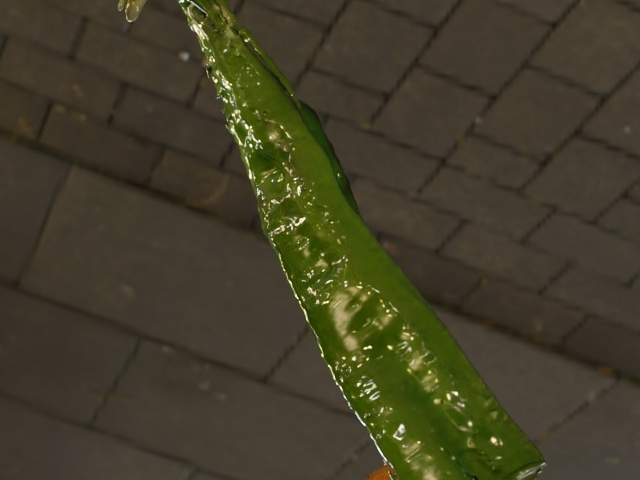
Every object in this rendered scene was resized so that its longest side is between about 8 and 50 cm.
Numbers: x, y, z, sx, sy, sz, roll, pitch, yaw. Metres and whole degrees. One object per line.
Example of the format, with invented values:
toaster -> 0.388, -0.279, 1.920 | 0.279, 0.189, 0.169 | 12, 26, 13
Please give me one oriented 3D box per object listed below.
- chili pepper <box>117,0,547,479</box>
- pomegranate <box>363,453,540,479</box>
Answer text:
chili pepper -> 0.000, -0.001, 0.926 | 0.359, 0.085, 0.076 | 57, 152, 9
pomegranate -> 0.102, 0.254, 1.292 | 0.210, 0.235, 0.210 | 0, 148, 0
